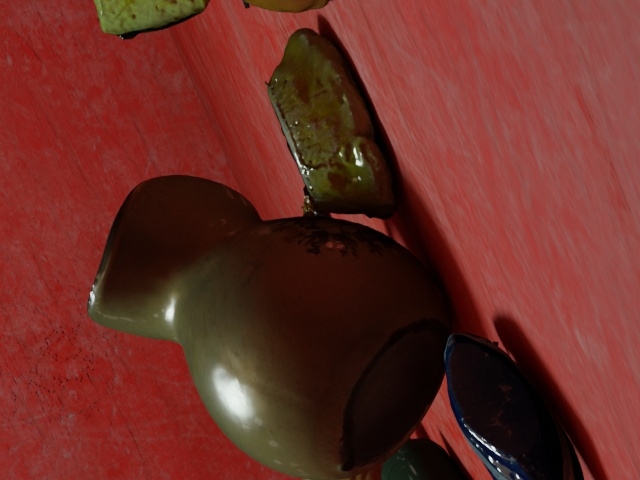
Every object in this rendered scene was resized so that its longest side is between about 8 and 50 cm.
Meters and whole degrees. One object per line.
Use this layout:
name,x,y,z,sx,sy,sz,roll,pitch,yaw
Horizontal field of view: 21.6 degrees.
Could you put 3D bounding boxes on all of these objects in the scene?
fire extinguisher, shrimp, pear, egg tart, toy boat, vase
fire extinguisher,0.161,0.343,1.963,0.114,0.095,0.311,28,-169,-20
shrimp,0.000,0.000,2.258,0.184,0.043,0.091,70,176,-53
pear,-0.233,-0.422,2.072,0.255,0.164,0.238,80,175,-52
egg tart,0.004,-0.101,1.549,0.197,0.078,0.197,158,90,-86
toy boat,0.180,0.190,1.350,0.291,0.067,0.220,54,-174,-48
vase,-0.016,0.073,1.614,0.302,0.240,0.329,29,-161,31

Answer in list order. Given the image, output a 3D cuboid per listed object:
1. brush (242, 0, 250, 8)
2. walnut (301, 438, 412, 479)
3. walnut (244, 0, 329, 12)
brush,-0.097,-0.307,1.991,0.024,0.008,0.083,56,170,42
walnut,0.078,0.365,2.285,0.228,0.228,0.228,155,90,-85
walnut,-0.066,-0.265,1.430,0.167,0.087,0.211,64,177,-30
